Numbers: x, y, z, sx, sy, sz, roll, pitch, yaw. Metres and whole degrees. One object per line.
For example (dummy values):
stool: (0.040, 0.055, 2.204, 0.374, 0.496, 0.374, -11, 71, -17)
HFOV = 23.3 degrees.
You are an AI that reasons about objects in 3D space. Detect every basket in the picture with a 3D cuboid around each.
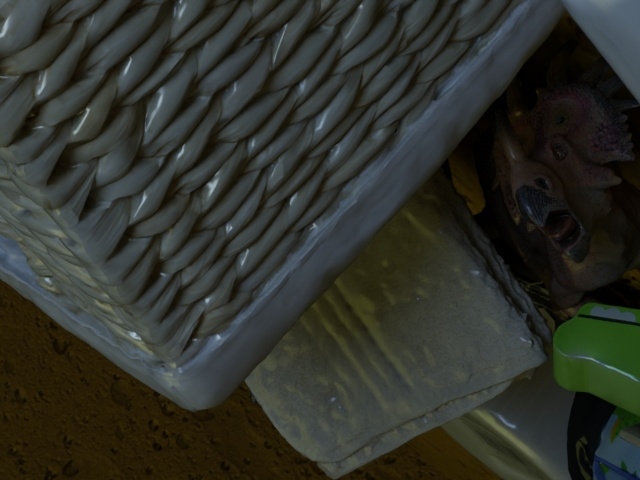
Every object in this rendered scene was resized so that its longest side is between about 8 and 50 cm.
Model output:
basket: (-0.103, -0.156, 0.773, 0.328, 0.331, 0.266, 31, 164, 38)

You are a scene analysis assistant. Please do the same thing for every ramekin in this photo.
ramekin: (0.211, 0.157, 1.507, 0.277, 0.135, 0.277, 38, 169, 9)

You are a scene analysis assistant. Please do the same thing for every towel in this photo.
towel: (0.000, 0.000, 0.958, 0.282, 0.187, 0.049, 57, -156, -7)

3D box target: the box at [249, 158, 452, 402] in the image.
box: (0.029, 0.012, 1.144, 0.270, 0.143, 0.165, -25, -75, -80)

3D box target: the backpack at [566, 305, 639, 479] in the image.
backpack: (0.357, 0.236, 1.126, 0.355, 0.273, 0.290, 14, 148, 41)

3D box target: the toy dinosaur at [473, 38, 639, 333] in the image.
toy dinosaur: (0.146, -0.038, 0.971, 0.200, 0.127, 0.295, 43, 173, -20)

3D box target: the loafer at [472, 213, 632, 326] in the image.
loafer: (0.188, 0.025, 1.282, 0.170, 0.062, 0.061, 33, 146, 15)

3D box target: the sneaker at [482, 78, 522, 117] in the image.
sneaker: (0.112, -0.108, 1.043, 0.109, 0.040, 0.044, 97, 150, -82)

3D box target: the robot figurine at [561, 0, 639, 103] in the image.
robot figurine: (0.211, -0.077, 0.362, 0.300, 0.200, 0.353, -17, 134, 30)

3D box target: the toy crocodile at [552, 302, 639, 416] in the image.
toy crocodile: (0.296, 0.096, 0.859, 0.340, 0.105, 0.115, 10, 158, 8)

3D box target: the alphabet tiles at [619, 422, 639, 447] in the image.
alphabet tiles: (0.326, 0.133, 0.924, 0.237, 0.009, 0.198, -7, -156, -43)
